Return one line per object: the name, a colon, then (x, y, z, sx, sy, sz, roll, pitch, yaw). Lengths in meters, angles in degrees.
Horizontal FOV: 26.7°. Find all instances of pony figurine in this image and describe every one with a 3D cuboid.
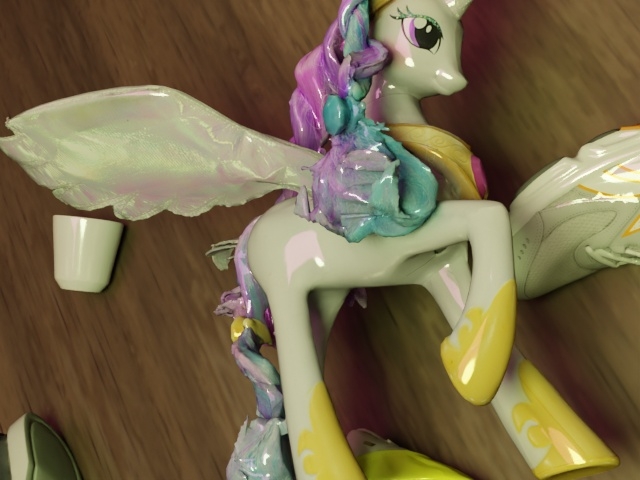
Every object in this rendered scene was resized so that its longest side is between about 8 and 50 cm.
pony figurine: (0.000, 0.000, 0.879, 0.351, 0.303, 0.363, -22, 67, 31)

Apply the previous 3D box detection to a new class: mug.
mug: (-0.206, 0.013, 1.192, 0.062, 0.078, 0.064, 5, 87, 4)

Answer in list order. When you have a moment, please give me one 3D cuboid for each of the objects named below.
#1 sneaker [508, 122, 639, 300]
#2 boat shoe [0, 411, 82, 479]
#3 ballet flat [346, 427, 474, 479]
sneaker: (0.227, -0.018, 0.855, 0.262, 0.099, 0.121, -36, 64, 25)
boat shoe: (-0.233, 0.257, 1.046, 0.091, 0.114, 0.302, -36, 26, 7)
ballet flat: (0.013, 0.178, 0.966, 0.231, 0.077, 0.077, -22, 47, 31)
